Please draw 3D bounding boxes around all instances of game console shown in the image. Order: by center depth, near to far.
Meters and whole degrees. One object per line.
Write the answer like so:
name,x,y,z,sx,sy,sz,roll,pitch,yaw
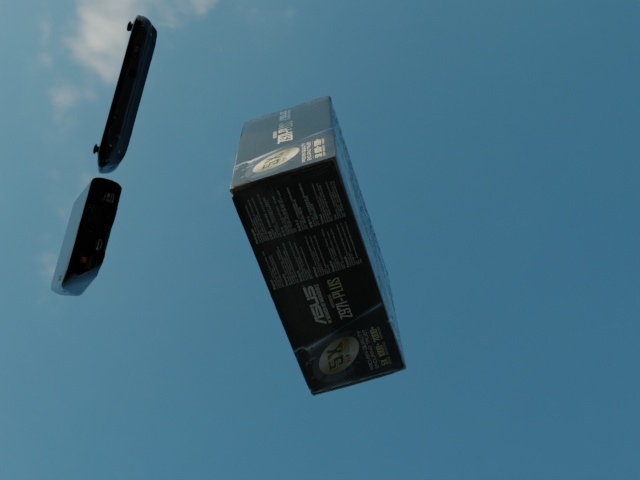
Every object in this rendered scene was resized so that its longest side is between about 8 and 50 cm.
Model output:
game console,-0.275,-0.106,1.041,0.044,0.213,0.361,17,-101,-20

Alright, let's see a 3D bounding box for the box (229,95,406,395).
box,0.000,0.000,0.632,0.077,0.147,0.180,-17,-64,6
